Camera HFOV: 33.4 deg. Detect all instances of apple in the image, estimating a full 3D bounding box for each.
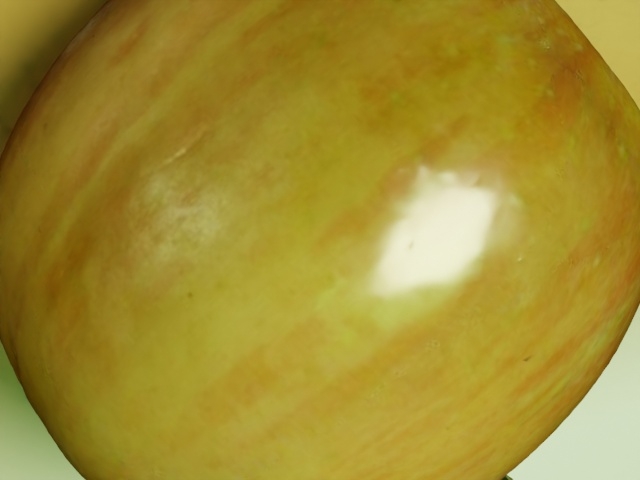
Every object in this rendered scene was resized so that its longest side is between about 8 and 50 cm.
[{"bbox_3d":[0.000,0.000,0.429,0.241,0.242,0.242,-39,121,-5],"label":"apple"}]

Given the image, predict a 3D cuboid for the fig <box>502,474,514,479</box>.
[{"bbox_3d":[0.042,0.166,0.553,0.235,0.203,0.203,-46,128,-45],"label":"fig"}]
